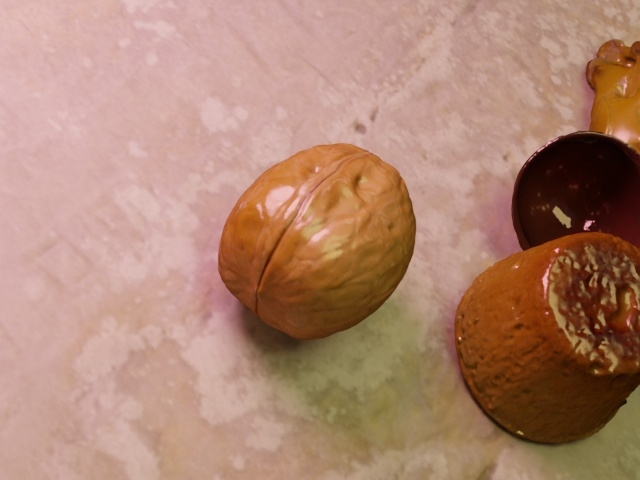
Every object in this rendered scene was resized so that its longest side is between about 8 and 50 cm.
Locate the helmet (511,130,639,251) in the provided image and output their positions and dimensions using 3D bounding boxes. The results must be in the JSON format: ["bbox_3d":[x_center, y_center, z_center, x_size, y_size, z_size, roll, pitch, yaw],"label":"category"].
[{"bbox_3d":[0.275,-0.036,1.584,0.175,0.155,0.106,59,4,-10],"label":"helmet"}]

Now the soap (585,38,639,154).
[{"bbox_3d":[0.380,-0.049,1.707,0.169,0.304,0.339,22,90,-24],"label":"soap"}]

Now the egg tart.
[{"bbox_3d":[0.248,0.087,1.443,0.202,0.147,0.203,9,67,-21],"label":"egg tart"}]

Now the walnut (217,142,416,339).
[{"bbox_3d":[0.000,0.000,1.366,0.165,0.165,0.197,43,40,1],"label":"walnut"}]
